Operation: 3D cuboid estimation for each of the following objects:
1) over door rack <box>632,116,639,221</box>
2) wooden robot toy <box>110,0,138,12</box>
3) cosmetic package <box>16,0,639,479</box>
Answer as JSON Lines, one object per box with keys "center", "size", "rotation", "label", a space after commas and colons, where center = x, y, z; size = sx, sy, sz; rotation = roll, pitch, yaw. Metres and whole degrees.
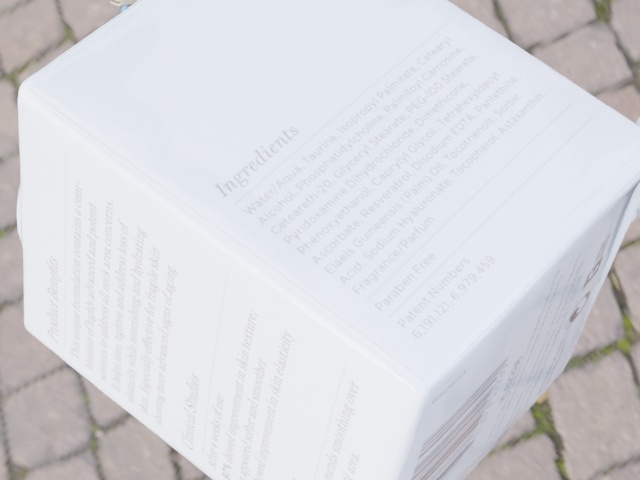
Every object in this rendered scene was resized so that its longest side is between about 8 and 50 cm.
{"center": [0.390, -0.111, 1.321], "size": [0.239, 0.324, 0.108], "rotation": [21, 35, 13], "label": "over door rack"}
{"center": [-0.241, -0.214, 1.885], "size": [0.079, 0.173, 0.076], "rotation": [-15, 39, -26], "label": "wooden robot toy"}
{"center": [0.000, 0.000, 1.354], "size": [0.394, 0.329, 0.327], "rotation": [37, 56, 17], "label": "cosmetic package"}
